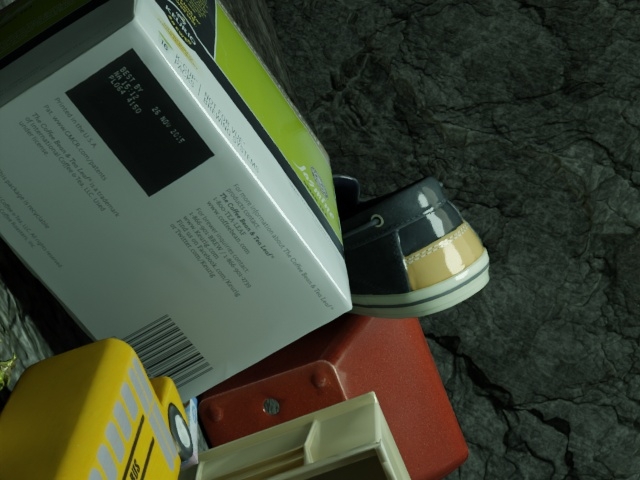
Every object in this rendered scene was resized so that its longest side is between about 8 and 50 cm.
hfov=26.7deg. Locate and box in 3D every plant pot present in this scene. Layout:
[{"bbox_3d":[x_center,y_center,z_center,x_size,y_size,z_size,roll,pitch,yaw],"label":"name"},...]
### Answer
[{"bbox_3d":[-0.004,0.220,1.658,0.267,0.267,0.236,69,19,-3],"label":"plant pot"}]

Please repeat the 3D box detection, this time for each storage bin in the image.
[{"bbox_3d":[-0.020,0.307,1.196,0.123,0.260,0.262,-84,152,-72],"label":"storage bin"}]

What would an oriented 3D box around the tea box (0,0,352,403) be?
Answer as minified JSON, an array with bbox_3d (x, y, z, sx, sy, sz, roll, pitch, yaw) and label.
[{"bbox_3d":[-0.153,-0.082,1.266,0.329,0.220,0.323,54,15,-25],"label":"tea box"}]

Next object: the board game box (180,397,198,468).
[{"bbox_3d":[-0.156,0.180,1.223,0.090,0.090,0.020,-101,169,-57],"label":"board game box"}]

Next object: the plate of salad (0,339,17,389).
[{"bbox_3d":[-0.269,0.045,0.952,0.200,0.048,0.200,-22,90,-83],"label":"plate of salad"}]

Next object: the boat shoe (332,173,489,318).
[{"bbox_3d":[0.000,0.000,1.658,0.500,0.187,0.156,-2,-66,54],"label":"boat shoe"}]

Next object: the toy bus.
[{"bbox_3d":[-0.179,0.176,0.997,0.332,0.108,0.130,-88,157,-70],"label":"toy bus"}]
